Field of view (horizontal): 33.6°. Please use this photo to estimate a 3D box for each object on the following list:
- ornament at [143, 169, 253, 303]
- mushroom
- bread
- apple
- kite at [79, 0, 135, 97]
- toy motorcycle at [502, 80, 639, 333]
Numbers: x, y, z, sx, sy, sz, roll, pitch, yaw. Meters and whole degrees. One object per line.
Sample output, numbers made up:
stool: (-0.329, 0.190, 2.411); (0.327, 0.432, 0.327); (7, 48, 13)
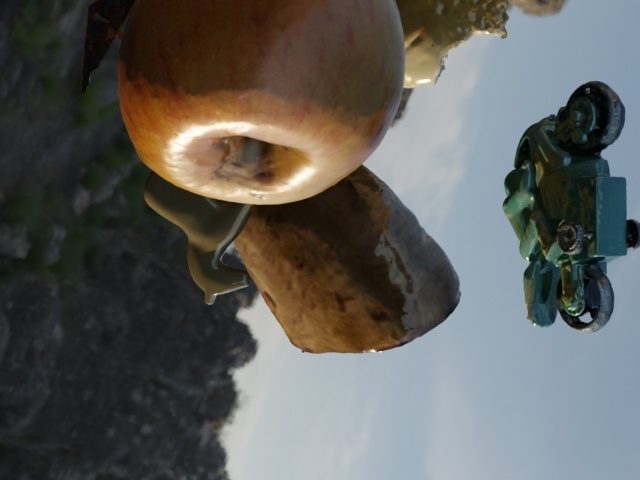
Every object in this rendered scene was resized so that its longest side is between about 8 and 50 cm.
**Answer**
ornament: (-0.178, -0.038, 1.678); (0.245, 0.230, 0.061); (-54, 178, 21)
mushroom: (0.014, -0.014, 1.739); (0.224, 0.397, 0.313); (-39, -161, -27)
bread: (0.199, -0.477, 1.855); (0.424, 0.245, 0.329); (-55, -139, 22)
apple: (-0.058, -0.191, 1.101); (0.299, 0.299, 0.275); (127, -36, -67)
kite: (-0.258, -0.264, 1.299); (0.159, 0.010, 0.190); (37, -81, 46)
toy motorcycle: (0.289, -0.037, 1.286); (0.198, 0.109, 0.297); (-3, -92, 61)
